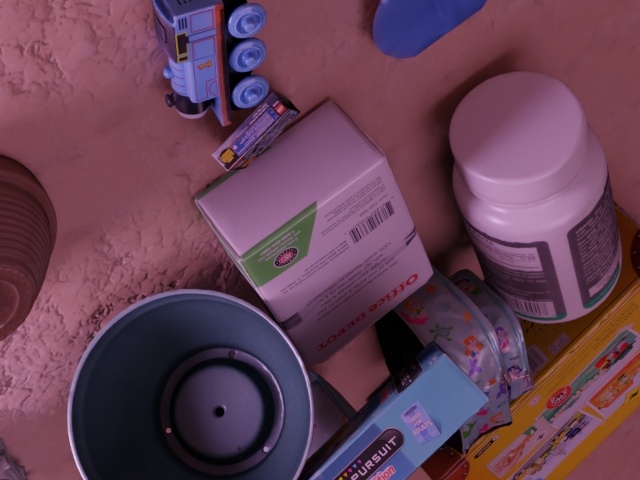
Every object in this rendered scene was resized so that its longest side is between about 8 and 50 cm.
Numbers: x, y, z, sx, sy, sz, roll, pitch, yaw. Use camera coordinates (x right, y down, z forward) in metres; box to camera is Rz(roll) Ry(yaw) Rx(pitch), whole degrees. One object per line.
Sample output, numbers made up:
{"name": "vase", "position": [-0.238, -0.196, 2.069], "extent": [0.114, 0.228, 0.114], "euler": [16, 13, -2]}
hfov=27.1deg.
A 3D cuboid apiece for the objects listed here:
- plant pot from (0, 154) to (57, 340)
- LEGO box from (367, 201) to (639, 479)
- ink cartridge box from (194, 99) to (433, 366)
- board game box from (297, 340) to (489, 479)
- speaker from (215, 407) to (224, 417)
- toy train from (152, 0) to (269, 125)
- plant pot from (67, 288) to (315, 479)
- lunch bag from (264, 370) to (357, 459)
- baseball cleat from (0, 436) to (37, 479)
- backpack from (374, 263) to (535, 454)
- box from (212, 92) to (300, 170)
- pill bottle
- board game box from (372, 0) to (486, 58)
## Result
{"name": "plant pot", "position": [-0.362, 0.035, 1.337], "extent": [0.237, 0.110, 0.237], "euler": [-26, 143, -22]}
{"name": "LEGO box", "position": [0.379, 0.193, 2.154], "extent": [0.500, 0.193, 0.372], "euler": [-46, 146, 8]}
{"name": "ink cartridge box", "position": [0.000, 0.000, 1.634], "extent": [0.211, 0.121, 0.289], "euler": [-36, 146, -6]}
{"name": "board game box", "position": [0.049, 0.270, 1.630], "extent": [0.336, 0.079, 0.254], "euler": [-44, 178, 0]}
{"name": "speaker", "position": [-0.175, 0.284, 1.845], "extent": [0.055, 0.055, 0.136], "euler": [7, 123, -48]}
{"name": "toy train", "position": [-0.113, -0.196, 1.351], "extent": [0.105, 0.080, 0.184], "euler": [-18, 143, -15]}
{"name": "plant pot", "position": [-0.140, 0.213, 1.633], "extent": [0.293, 0.293, 0.196], "euler": [-41, 170, 1]}
{"name": "lunch bag", "position": [-0.057, 0.330, 1.869], "extent": [0.279, 0.224, 0.108], "euler": [-41, 130, 0]}
{"name": "baseball cleat", "position": [-0.416, 0.305, 1.640], "extent": [0.109, 0.072, 0.206], "euler": [-20, 138, -6]}
{"name": "backpack", "position": [0.180, 0.149, 1.889], "extent": [0.191, 0.225, 0.253], "euler": [-36, 133, -8]}
{"name": "box", "position": [-0.068, -0.119, 1.458], "extent": [0.094, 0.027, 0.137], "euler": [-44, 180, 7]}
{"name": "pill bottle", "position": [0.290, -0.053, 1.782], "extent": [0.204, 0.204, 0.361], "euler": [-37, 146, -6]}
{"name": "board game box", "position": [0.124, -0.283, 1.520], "extent": [0.168, 0.033, 0.133], "euler": [-36, 151, 2]}
